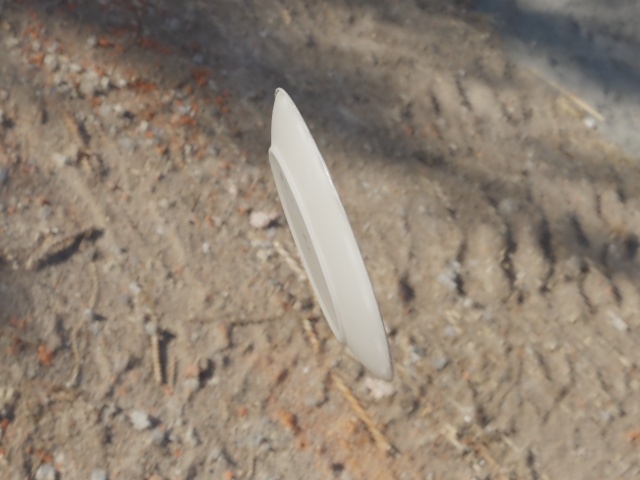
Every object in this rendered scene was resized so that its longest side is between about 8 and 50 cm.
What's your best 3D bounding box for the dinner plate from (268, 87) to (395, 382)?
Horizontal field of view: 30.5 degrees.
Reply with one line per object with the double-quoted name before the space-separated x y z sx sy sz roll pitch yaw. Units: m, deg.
"dinner plate" 0.000 0.000 0.528 0.017 0.141 0.141 -20 55 -6
